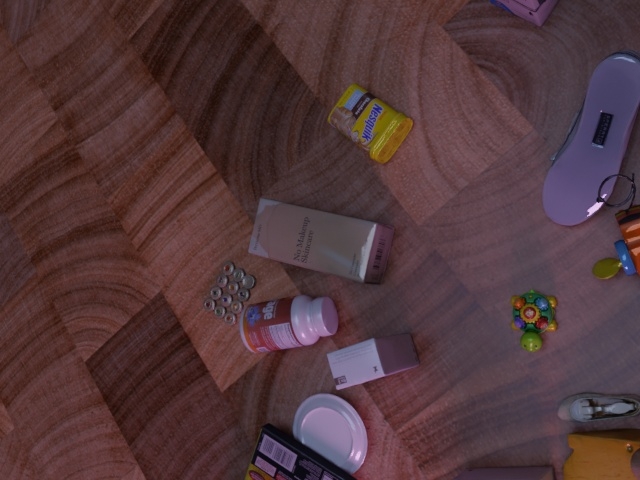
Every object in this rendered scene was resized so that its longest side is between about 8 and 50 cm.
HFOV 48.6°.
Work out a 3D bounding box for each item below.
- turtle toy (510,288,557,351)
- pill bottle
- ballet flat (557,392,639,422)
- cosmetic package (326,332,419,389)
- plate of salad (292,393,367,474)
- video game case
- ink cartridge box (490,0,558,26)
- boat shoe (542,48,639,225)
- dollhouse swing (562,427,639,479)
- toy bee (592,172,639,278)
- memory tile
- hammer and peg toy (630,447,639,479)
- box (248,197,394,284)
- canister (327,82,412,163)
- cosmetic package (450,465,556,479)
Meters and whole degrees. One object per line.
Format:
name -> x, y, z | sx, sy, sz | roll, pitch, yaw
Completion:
turtle toy -> 0.441, 0.166, 1.477 | 0.095, 0.066, 0.130 | -2, 84, 25
pill bottle -> -0.074, 0.195, 1.690 | 0.216, 0.121, 0.121 | -13, 79, 23
ballet flat -> 0.555, 0.332, 1.413 | 0.168, 0.052, 0.057 | -14, 79, 24
cosmetic package -> 0.118, 0.256, 1.530 | 0.117, 0.231, 0.085 | -22, 76, 22
plate of salad -> 0.024, 0.453, 1.654 | 0.200, 0.048, 0.199 | 2, 94, 30
video game case -> -0.059, 0.603, 1.666 | 0.275, 0.035, 0.248 | 26, 106, 25
ink cartridge box -> 0.415, -0.546, 1.492 | 0.140, 0.191, 0.082 | 37, 101, 24
boat shoe -> 0.555, -0.210, 1.429 | 0.136, 0.156, 0.366 | 21, 123, 21
dollhouse swing -> 0.691, 0.528, 1.325 | 0.315, 0.305, 0.346 | 157, 109, -65
toy bee -> 0.632, -0.005, 1.375 | 0.196, 0.162, 0.298 | -1, 109, 17
memory tile -> -0.236, 0.137, 1.834 | 0.113, 0.012, 0.148 | 31, 98, 25
hammer and peg toy -> 0.619, 0.492, 1.130 | 0.361, 0.127, 0.265 | 31, 84, 2
box -> 0.000, 0.000, 1.674 | 0.311, 0.121, 0.147 | 12, 91, 26
canister -> 0.114, -0.279, 1.676 | 0.170, 0.073, 0.126 | 40, 102, 25
cosmetic package -> 0.387, 0.647, 1.406 | 0.197, 0.155, 0.365 | -14, 80, 27
